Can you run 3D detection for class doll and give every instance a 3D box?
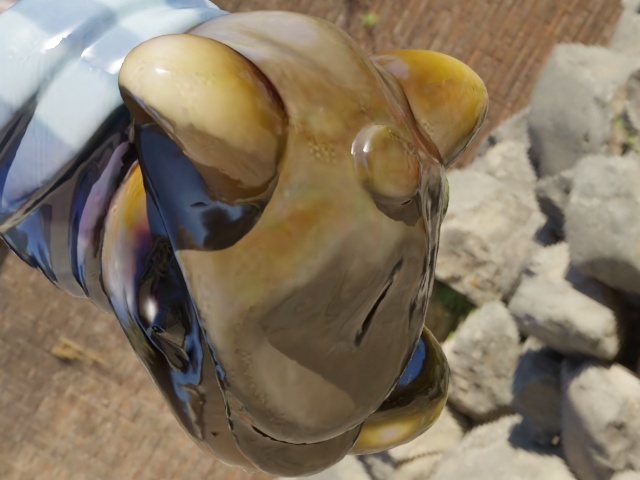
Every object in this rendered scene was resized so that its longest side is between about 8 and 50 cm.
[{"bbox_3d":[-0.105,-0.015,0.529,0.318,0.340,0.209,0,-79,-63],"label":"doll"}]

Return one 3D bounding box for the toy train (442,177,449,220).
[{"bbox_3d":[0.006,0.005,0.892,0.189,0.126,0.307,-35,-12,20],"label":"toy train"}]
